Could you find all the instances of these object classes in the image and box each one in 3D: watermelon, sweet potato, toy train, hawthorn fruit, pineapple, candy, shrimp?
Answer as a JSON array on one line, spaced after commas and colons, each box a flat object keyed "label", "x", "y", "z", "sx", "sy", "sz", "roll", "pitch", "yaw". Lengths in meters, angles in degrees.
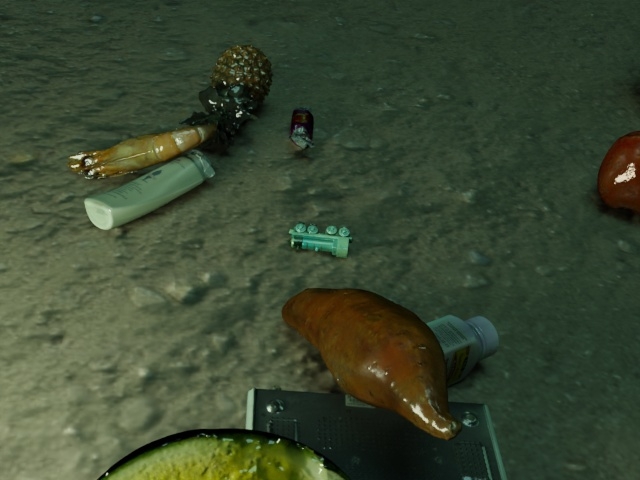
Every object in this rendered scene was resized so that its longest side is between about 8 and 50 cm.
[{"label": "watermelon", "x": -0.113, "y": 0.236, "z": 0.689, "sx": 0.301, "sy": 0.123, "sz": 0.129, "roll": -15, "pitch": 67, "yaw": -11}, {"label": "sweet potato", "x": 0.058, "y": 0.114, "z": 0.849, "sx": 0.112, "sy": 0.112, "sz": 0.359, "roll": -6, "pitch": 19, "yaw": -20}, {"label": "toy train", "x": 0.000, "y": 0.000, "z": 1.135, "sx": 0.092, "sy": 0.029, "sz": 0.045, "roll": 6, "pitch": 51, "yaw": 2}, {"label": "hawthorn fruit", "x": 0.537, "y": -0.116, "z": 1.328, "sx": 0.133, "sy": 0.137, "sz": 0.132, "roll": 5, "pitch": 32, "yaw": -3}, {"label": "pineapple", "x": -0.153, "y": -0.245, "z": 1.380, "sx": 0.125, "sy": 0.125, "sz": 0.251, "roll": 12, "pitch": 40, "yaw": 4}, {"label": "candy", "x": -0.031, "y": -0.199, "z": 1.397, "sx": 0.045, "sy": 0.043, "sz": 0.175, "roll": 6, "pitch": 31, "yaw": -3}, {"label": "shrimp", "x": -0.273, "y": -0.144, "z": 1.229, "sx": 0.236, "sy": 0.053, "sz": 0.133, "roll": -17, "pitch": 22, "yaw": -1}]

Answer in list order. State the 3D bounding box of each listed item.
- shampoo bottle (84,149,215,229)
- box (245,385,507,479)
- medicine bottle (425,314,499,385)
[{"label": "shampoo bottle", "x": -0.246, "y": -0.077, "z": 1.165, "sx": 0.072, "sy": 0.049, "sz": 0.212, "roll": 14, "pitch": 32, "yaw": 30}, {"label": "box", "x": 0.055, "y": 0.233, "z": 0.801, "sx": 0.270, "sy": 0.045, "sz": 0.210, "roll": 6, "pitch": 36, "yaw": -5}, {"label": "medicine bottle", "x": 0.152, "y": 0.131, "z": 0.942, "sx": 0.118, "sy": 0.074, "sz": 0.055, "roll": -15, "pitch": 41, "yaw": -32}]
